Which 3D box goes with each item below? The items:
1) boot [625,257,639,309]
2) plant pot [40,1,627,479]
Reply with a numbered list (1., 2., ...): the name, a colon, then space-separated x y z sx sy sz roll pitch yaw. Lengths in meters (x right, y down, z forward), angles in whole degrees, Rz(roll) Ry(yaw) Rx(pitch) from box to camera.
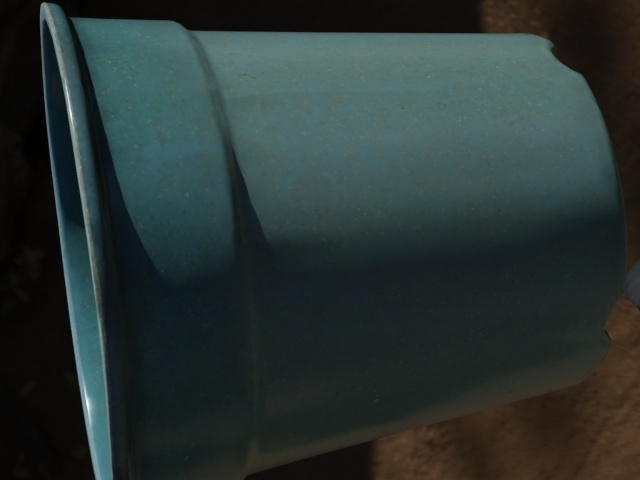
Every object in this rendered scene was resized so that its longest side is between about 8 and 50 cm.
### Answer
1. boot: 0.547 -0.069 1.538 0.445 0.367 0.146 -48 64 31
2. plant pot: 0.000 0.000 0.807 0.341 0.334 0.341 173 90 -76
